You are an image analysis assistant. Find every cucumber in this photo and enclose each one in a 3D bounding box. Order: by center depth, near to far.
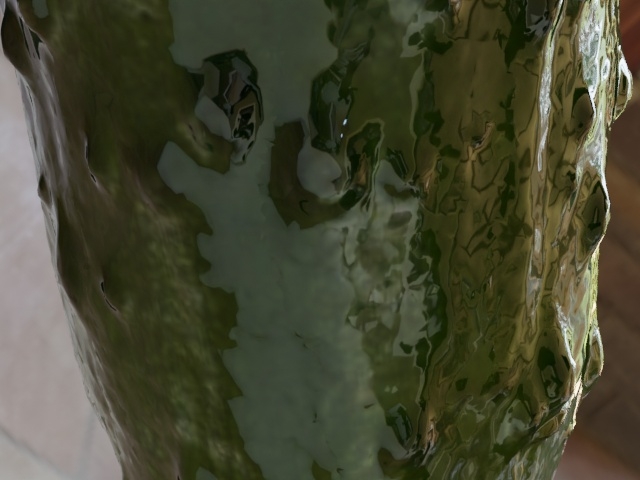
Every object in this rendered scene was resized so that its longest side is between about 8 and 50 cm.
[{"bbox_3d":[0.000,0.002,0.391,0.134,0.134,0.244,-81,168,-61],"label":"cucumber"}]
